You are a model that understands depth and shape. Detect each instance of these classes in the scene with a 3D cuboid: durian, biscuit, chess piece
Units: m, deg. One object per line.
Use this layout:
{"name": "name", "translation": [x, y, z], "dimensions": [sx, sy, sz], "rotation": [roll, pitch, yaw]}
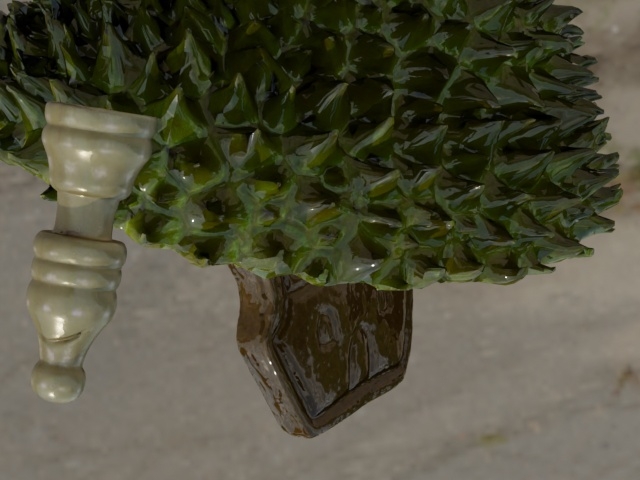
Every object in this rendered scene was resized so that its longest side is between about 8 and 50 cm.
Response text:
{"name": "durian", "translation": [0.010, -0.050, 0.834], "dimensions": [0.352, 0.158, 0.169], "rotation": [1, 173, -30]}
{"name": "biscuit", "translation": [0.002, 0.000, 1.075], "dimensions": [0.034, 0.215, 0.182], "rotation": [-5, -170, 31]}
{"name": "chess piece", "translation": [-0.074, 0.005, 0.550], "dimensions": [0.035, 0.092, 0.035], "rotation": [9, -177, 0]}
